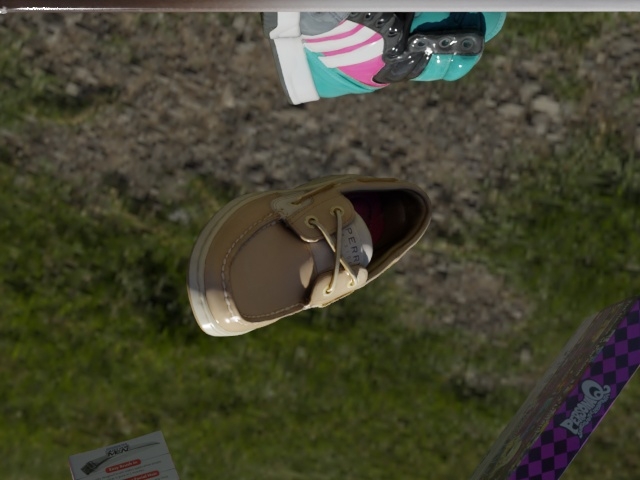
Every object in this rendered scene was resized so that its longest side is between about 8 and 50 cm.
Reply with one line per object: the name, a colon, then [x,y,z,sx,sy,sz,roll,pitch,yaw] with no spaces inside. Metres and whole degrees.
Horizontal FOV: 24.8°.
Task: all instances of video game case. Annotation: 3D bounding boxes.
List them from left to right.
video game case: [0.215,0.161,1.330,0.042,0.232,0.210,37,169,3]

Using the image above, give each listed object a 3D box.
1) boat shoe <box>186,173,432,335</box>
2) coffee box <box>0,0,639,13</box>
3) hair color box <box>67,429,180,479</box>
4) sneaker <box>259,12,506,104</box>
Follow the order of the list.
boat shoe: [0.000,0.000,0.711,0.059,0.170,0.063,-5,106,33]
coffee box: [0.045,-0.138,0.483,0.297,0.168,0.118,-1,104,-5]
hair color box: [-0.164,0.255,1.320,0.093,0.167,0.053,-15,130,-13]
sneaker: [0.045,-0.184,1.055,0.178,0.123,0.295,-11,168,2]
